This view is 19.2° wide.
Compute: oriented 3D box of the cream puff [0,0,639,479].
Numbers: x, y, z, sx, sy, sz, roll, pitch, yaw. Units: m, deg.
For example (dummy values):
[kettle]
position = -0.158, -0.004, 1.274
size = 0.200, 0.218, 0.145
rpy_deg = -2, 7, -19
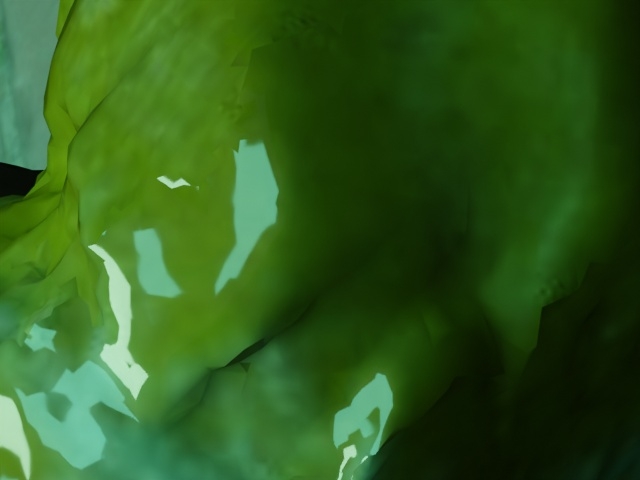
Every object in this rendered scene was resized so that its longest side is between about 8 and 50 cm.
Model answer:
[cream puff]
position = 0.022, 0.021, 0.533
size = 0.275, 0.378, 0.378
rpy_deg = 37, 109, 39

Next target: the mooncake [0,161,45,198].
[mooncake]
position = -0.164, 0.131, 0.739
size = 0.326, 0.174, 0.333
rpy_deg = 157, 113, -63
